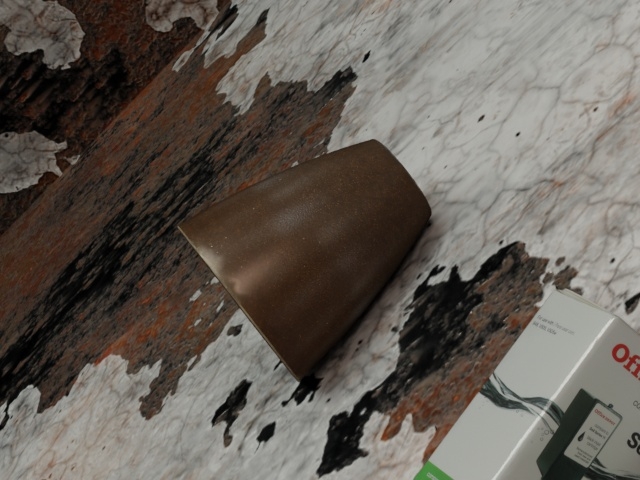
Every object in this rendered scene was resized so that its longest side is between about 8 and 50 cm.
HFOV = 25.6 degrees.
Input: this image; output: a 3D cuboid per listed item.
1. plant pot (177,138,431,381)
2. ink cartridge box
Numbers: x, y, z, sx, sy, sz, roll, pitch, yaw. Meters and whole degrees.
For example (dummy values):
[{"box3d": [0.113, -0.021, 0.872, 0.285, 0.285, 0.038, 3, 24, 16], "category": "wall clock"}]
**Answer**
[{"box3d": [0.000, 0.000, 1.538, 0.230, 0.215, 0.215, -38, 23, -4], "category": "plant pot"}, {"box3d": [0.177, 0.162, 1.010, 0.208, 0.153, 0.087, -54, 24, -4], "category": "ink cartridge box"}]
